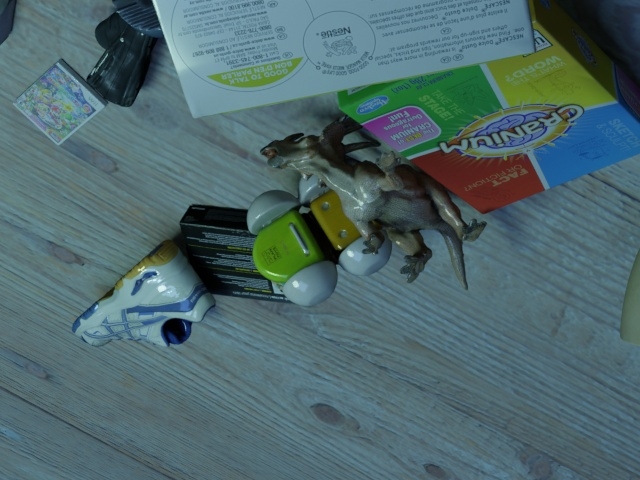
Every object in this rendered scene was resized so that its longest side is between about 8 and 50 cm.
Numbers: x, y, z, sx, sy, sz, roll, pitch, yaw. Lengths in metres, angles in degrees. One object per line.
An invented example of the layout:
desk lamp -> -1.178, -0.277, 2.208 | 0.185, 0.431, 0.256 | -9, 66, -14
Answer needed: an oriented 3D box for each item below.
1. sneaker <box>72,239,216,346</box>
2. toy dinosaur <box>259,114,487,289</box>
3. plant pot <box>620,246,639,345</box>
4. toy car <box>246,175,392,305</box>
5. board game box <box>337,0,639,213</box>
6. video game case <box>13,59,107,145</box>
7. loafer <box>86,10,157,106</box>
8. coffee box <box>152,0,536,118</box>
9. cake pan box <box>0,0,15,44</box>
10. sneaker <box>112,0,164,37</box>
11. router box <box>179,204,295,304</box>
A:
sneaker -> -0.260, 0.115, 2.174 | 0.131, 0.112, 0.296 | 48, 144, -4
toy dinosaur -> 0.088, -0.061, 1.856 | 0.296, 0.200, 0.127 | 30, 107, -26
plant pot -> 0.482, 0.018, 1.690 | 0.284, 0.284, 0.191 | 0, 93, 25
toy car -> 0.000, 0.000, 1.952 | 0.159, 0.182, 0.136 | 59, 176, 19
board game box -> 0.202, -0.151, 1.655 | 0.242, 0.064, 0.316 | -22, 148, 28
video game case -> -0.358, -0.188, 2.050 | 0.087, 0.011, 0.122 | 44, 133, -16
loafer -> -0.247, -0.257, 1.889 | 0.078, 0.076, 0.223 | 23, 139, -6
coffee box -> 0.002, -0.362, 1.433 | 0.338, 0.337, 0.334 | -11, 126, 9
cake pan box -> -0.501, -0.385, 1.903 | 0.267, 0.070, 0.245 | 26, 138, 1
sneaker -> -0.203, -0.370, 1.609 | 0.112, 0.131, 0.319 | -10, 88, 6
router box -> -0.098, 0.021, 2.091 | 0.179, 0.046, 0.133 | 7, 132, 20
